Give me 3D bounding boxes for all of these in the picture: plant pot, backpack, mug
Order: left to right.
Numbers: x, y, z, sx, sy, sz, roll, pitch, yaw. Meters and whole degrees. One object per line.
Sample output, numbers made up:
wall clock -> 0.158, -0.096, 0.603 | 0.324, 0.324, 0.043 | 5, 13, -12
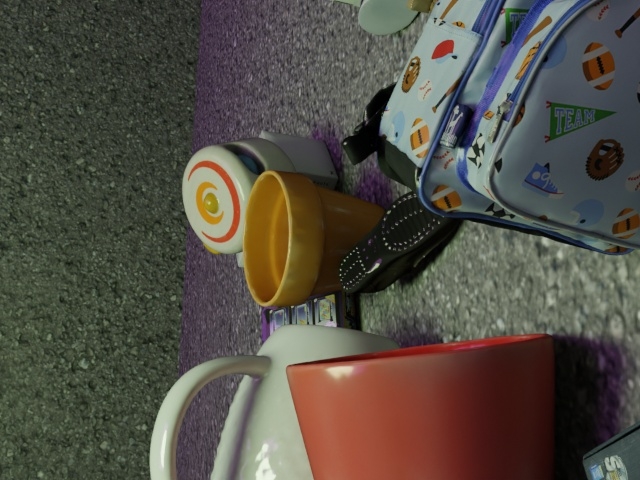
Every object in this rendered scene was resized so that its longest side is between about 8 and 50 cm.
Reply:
mug -> -0.036, 0.272, 0.941 | 0.276, 0.374, 0.328 | -12, 65, 54
plant pot -> 0.000, 0.000, 1.160 | 0.205, 0.188, 0.205 | -178, 90, -66
plant pot -> 0.112, 0.228, 0.743 | 0.275, 0.275, 0.243 | 155, 108, -67
backpack -> 0.197, -0.130, 0.591 | 0.213, 0.276, 0.263 | 38, 114, 61

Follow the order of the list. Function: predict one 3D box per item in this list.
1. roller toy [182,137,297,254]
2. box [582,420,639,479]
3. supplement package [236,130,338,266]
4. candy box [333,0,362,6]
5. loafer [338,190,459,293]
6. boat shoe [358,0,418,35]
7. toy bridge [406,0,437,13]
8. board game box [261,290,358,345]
roller toy -> -0.145, -0.077, 1.309 | 0.209, 0.146, 0.191 | -8, 98, 46
box -> 0.287, 0.228, 0.509 | 0.183, 0.059, 0.233 | 123, 147, -49
supplement package -> -0.076, -0.073, 1.480 | 0.134, 0.139, 0.244 | -108, 33, -48
candy box -> 0.038, -0.547, 1.398 | 0.196, 0.070, 0.165 | -118, 38, -56
loafer -> 0.115, 0.003, 1.028 | 0.220, 0.078, 0.080 | -39, 50, 39
boat shoe -> 0.127, -0.396, 1.115 | 0.228, 0.080, 0.076 | 132, 157, -63
toy bridge -> 0.173, -0.285, 0.960 | 0.188, 0.063, 0.026 | -119, 39, -55
board game box -> -0.021, 0.137, 1.272 | 0.170, 0.048, 0.141 | -16, 63, 29
